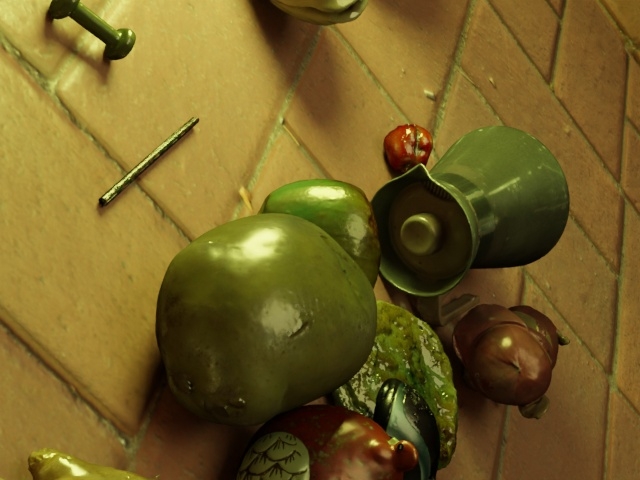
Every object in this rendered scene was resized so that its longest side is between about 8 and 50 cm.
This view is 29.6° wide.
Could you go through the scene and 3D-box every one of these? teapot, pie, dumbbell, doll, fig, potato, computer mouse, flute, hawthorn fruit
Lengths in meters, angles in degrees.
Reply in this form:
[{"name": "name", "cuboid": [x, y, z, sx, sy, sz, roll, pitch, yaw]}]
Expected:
[{"name": "teapot", "cuboid": [0.243, -0.024, 2.023, 0.344, 0.253, 0.300, -22, 118, -51]}, {"name": "pie", "cuboid": [0.113, 0.210, 1.788, 0.277, 0.078, 0.277, 36, 40, -37]}, {"name": "dumbbell", "cuboid": [-0.294, -0.281, 1.567, 0.118, 0.052, 0.046, 36, 70, -37]}, {"name": "doll", "cuboid": [0.311, 0.193, 2.020, 0.196, 0.152, 0.256, 33, 15, 9]}, {"name": "fig", "cuboid": [0.000, 0.000, 1.694, 0.191, 0.181, 0.181, 28, 40, -6]}, {"name": "potato", "cuboid": [-0.069, 0.089, 1.474, 0.326, 0.221, 0.243, -13, 81, -53]}, {"name": "computer mouse", "cuboid": [0.112, 0.300, 1.619, 0.137, 0.096, 0.233, -45, 139, -66]}, {"name": "flute", "cuboid": [-0.221, -0.107, 1.587, 0.014, 0.014, 0.269, 56, 33, -13]}, {"name": "hawthorn fruit", "cuboid": [0.153, -0.155, 2.099, 0.093, 0.093, 0.093, 34, 43, -39]}]

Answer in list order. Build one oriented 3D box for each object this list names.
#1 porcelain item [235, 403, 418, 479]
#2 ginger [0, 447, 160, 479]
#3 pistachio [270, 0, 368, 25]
[{"name": "porcelain item", "cuboid": [0.024, 0.308, 1.449, 0.253, 0.253, 0.253, 34, 43, -39]}, {"name": "ginger", "cuboid": [-0.290, 0.300, 1.147, 0.236, 0.166, 0.375, 23, 11, 1]}, {"name": "pistachio", "cuboid": [-0.018, -0.479, 1.963, 0.226, 0.208, 0.332, -6, 56, -10]}]
